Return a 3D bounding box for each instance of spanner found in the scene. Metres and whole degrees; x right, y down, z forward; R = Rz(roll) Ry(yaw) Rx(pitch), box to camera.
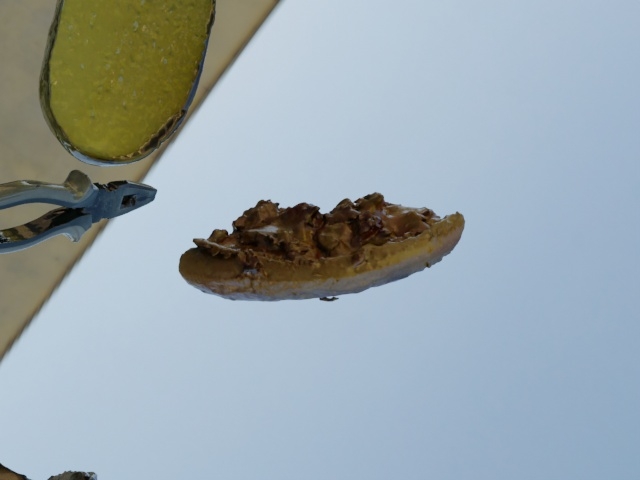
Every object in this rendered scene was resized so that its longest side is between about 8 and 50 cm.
[{"bbox_3d":[-0.325,-0.038,1.311,0.040,0.325,0.095,34,-62,29],"label":"spanner"}]

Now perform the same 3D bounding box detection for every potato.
[{"bbox_3d":[-0.210,-0.207,1.104,0.111,0.160,0.271,3,-100,56],"label":"potato"}]

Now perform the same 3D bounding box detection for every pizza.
[{"bbox_3d":[0.000,0.000,1.140,0.305,0.085,0.161,-11,-153,1],"label":"pizza"}]

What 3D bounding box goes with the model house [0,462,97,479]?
[{"bbox_3d":[-0.245,0.186,0.762,0.165,0.152,0.106,-33,-145,59],"label":"model house"}]
